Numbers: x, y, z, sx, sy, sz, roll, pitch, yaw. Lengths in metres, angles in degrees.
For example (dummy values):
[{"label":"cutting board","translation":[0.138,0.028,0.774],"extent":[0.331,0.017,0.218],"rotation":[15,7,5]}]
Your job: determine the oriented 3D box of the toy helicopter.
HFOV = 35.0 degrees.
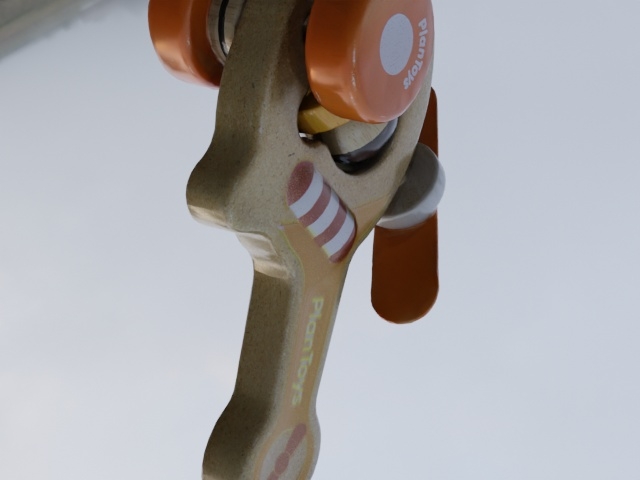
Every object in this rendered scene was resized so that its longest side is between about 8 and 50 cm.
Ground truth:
[{"label":"toy helicopter","translation":[0.000,0.000,0.628],"extent":[0.140,0.355,0.235],"rotation":[16,-172,32]}]
